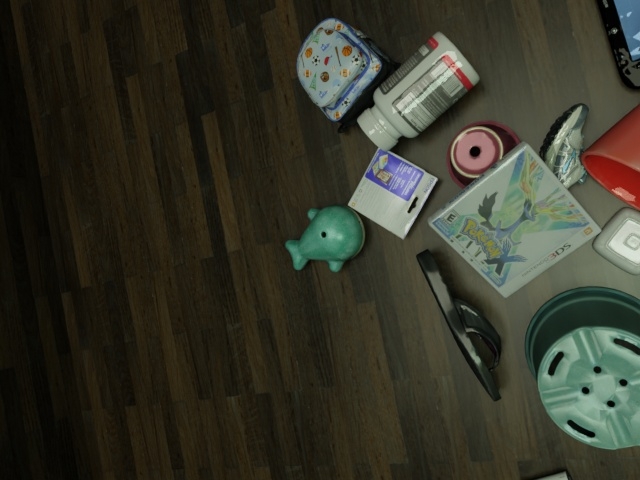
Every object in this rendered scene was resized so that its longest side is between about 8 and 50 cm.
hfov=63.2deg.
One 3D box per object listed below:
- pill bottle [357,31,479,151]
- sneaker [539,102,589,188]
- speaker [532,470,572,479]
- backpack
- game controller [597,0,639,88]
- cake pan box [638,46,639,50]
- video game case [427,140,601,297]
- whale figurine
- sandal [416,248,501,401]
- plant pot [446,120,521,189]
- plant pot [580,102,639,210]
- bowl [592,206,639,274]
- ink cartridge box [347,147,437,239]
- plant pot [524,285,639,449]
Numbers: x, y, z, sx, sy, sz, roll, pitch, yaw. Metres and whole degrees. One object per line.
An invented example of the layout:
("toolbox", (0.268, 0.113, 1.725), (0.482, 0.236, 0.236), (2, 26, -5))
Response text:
("pill bottle", (0.259, -0.397, 1.435), (0.318, 0.176, 0.176), (-40, 75, 21))
("sneaker", (0.624, -0.204, 1.328), (0.122, 0.110, 0.282), (22, 104, 5))
("speaker", (0.599, 0.659, 1.380), (0.136, 0.055, 0.055), (-30, 79, 23))
("backpack", (0.052, -0.503, 1.524), (0.276, 0.213, 0.263), (-45, 63, 23))
("game controller", (0.779, -0.530, 1.246), (0.167, 0.067, 0.319), (-16, 84, 25))
("cake pan box", (0.851, -0.463, 1.121), (0.246, 0.070, 0.266), (30, 71, 4))
("video game case", (0.490, -0.039, 1.318), (0.329, 0.036, 0.300), (41, 112, -19))
("whale figurine", (0.000, 0.000, 1.592), (0.272, 0.141, 0.216), (-25, 82, 25))
("sandal", (0.400, 0.217, 1.408), (0.107, 0.167, 0.445), (-26, 81, 6))
("plant pot", (0.422, -0.221, 1.363), (0.202, 0.180, 0.201), (1, 93, 25))
("plant pot", (0.783, -0.208, 1.164), (0.275, 0.275, 0.243), (41, 97, 19))
("bowl", (0.767, 0.002, 1.279), (0.142, 0.053, 0.142), (38, 106, 18))
("ink cartridge box", (0.214, -0.141, 1.538), (0.208, 0.045, 0.206), (34, 106, 22))
("plant pot", (0.643, 0.293, 1.194), (0.341, 0.334, 0.340), (1, 92, 24))
